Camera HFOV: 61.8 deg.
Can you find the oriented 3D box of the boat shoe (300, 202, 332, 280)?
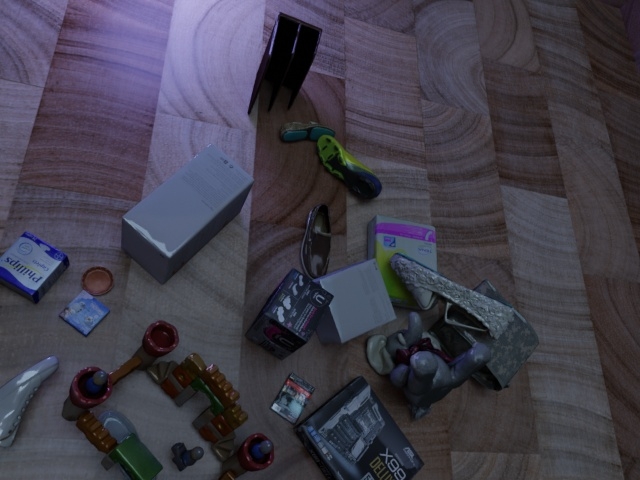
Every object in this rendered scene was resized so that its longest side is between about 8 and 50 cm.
[{"bbox_3d":[-0.008,-0.001,1.701,0.095,0.095,0.258,8,65,-18],"label":"boat shoe"}]

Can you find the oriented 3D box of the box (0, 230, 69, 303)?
[{"bbox_3d":[-0.754,0.070,1.393,0.126,0.072,0.137,32,60,-5],"label":"box"}]

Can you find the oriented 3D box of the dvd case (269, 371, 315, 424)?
[{"bbox_3d":[-0.078,0.449,1.521,0.087,0.013,0.120,34,58,-4],"label":"dvd case"}]

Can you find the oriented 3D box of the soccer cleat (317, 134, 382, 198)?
[{"bbox_3d":[0.101,-0.257,1.879,0.289,0.093,0.121,46,29,8],"label":"soccer cleat"}]

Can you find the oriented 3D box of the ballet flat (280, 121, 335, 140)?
[{"bbox_3d":[-0.047,-0.390,1.879,0.206,0.073,0.067,-4,54,-26],"label":"ballet flat"}]

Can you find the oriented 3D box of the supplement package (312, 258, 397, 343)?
[{"bbox_3d":[0.082,0.183,1.604,0.203,0.149,0.194,-19,88,-27],"label":"supplement package"}]

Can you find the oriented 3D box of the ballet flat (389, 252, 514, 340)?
[{"bbox_3d":[0.378,0.174,1.608,0.408,0.147,0.147,26,59,11],"label":"ballet flat"}]

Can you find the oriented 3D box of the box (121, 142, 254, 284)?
[{"bbox_3d":[-0.378,-0.075,1.522,0.168,0.215,0.345,41,59,0],"label":"box"}]

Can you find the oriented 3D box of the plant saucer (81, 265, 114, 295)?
[{"bbox_3d":[-0.610,0.111,1.465,0.083,0.013,0.084,8,65,-17],"label":"plant saucer"}]

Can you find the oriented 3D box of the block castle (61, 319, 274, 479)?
[{"bbox_3d":[-0.340,0.435,1.253,0.453,0.213,0.303,48,37,4],"label":"block castle"}]

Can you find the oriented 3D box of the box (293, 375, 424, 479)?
[{"bbox_3d":[0.109,0.578,1.498,0.242,0.076,0.308,-31,80,-30],"label":"box"}]

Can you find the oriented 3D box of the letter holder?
[{"bbox_3d":[-0.127,-0.552,1.781,0.151,0.302,0.215,17,62,-14],"label":"letter holder"}]

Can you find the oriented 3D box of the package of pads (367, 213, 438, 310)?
[{"bbox_3d":[0.274,0.076,1.774,0.229,0.101,0.297,11,65,-15],"label":"package of pads"}]

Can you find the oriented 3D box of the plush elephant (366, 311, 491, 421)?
[{"bbox_3d":[0.291,0.342,1.587,0.271,0.330,0.256,-6,47,-25],"label":"plush elephant"}]

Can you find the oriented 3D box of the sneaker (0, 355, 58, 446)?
[{"bbox_3d":[-0.722,0.400,1.252,0.290,0.106,0.123,-42,96,-23],"label":"sneaker"}]

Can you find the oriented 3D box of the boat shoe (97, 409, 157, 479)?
[{"bbox_3d":[-0.467,0.511,1.301,0.079,0.081,0.228,-31,81,-29],"label":"boat shoe"}]

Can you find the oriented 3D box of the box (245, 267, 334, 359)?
[{"bbox_3d":[-0.090,0.213,1.485,0.142,0.247,0.163,34,60,-3],"label":"box"}]

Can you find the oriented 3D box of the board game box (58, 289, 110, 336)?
[{"bbox_3d":[-0.625,0.193,1.418,0.090,0.020,0.090,37,58,-2],"label":"board game box"}]

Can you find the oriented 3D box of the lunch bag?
[{"bbox_3d":[0.540,0.314,1.732,0.235,0.169,0.287,-38,80,-28],"label":"lunch bag"}]
